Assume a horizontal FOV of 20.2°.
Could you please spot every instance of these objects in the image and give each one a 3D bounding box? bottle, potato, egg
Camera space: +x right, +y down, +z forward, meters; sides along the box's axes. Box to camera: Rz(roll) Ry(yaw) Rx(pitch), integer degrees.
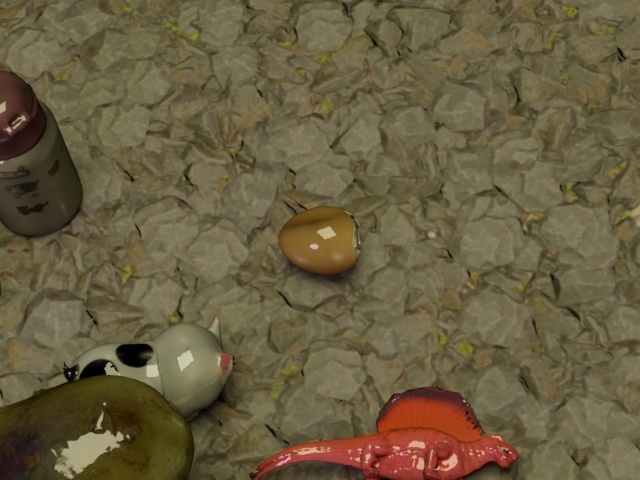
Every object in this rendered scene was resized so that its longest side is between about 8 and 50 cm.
[{"bbox_3d":[-0.347,-0.104,2.047,0.110,0.233,0.110,-3,61,5],"label":"bottle"},{"bbox_3d":[-0.275,0.252,1.841,0.307,0.173,0.210,-28,61,10],"label":"potato"},{"bbox_3d":[0.000,0.000,2.039,0.096,0.080,0.080,1,62,4],"label":"egg"}]

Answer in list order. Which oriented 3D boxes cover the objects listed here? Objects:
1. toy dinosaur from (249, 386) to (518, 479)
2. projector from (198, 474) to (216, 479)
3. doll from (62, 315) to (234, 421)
[{"bbox_3d":[0.073,0.208,1.938,0.286,0.070,0.139,3,52,12],"label":"toy dinosaur"},{"bbox_3d":[-0.114,0.309,1.885,0.083,0.083,0.082,-41,65,-15],"label":"projector"},{"bbox_3d":[-0.185,0.153,1.967,0.180,0.107,0.110,-13,40,-8],"label":"doll"}]
